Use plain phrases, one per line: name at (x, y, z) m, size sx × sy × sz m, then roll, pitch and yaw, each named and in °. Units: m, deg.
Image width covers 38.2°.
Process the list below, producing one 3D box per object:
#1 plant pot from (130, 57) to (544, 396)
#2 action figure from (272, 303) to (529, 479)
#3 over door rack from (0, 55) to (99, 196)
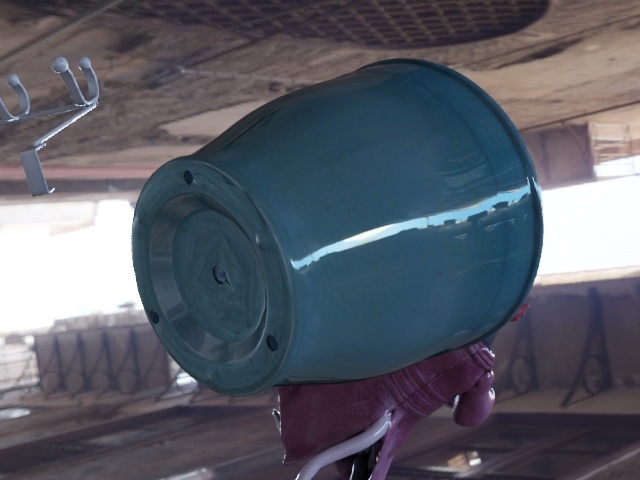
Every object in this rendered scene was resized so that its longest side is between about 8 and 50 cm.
plant pot at (0.000, 0.000, 0.754) m, size 0.271 × 0.255 × 0.272 m, roll 15°, pitch -66°, yaw 39°
action figure at (0.100, 0.170, 1.158) m, size 0.370 × 0.276 × 0.248 m, roll -40°, pitch -83°, yaw 14°
over door rack at (-0.434, -0.149, 1.190) m, size 0.239 × 0.324 × 0.108 m, roll -12°, pitch -60°, yaw 7°
